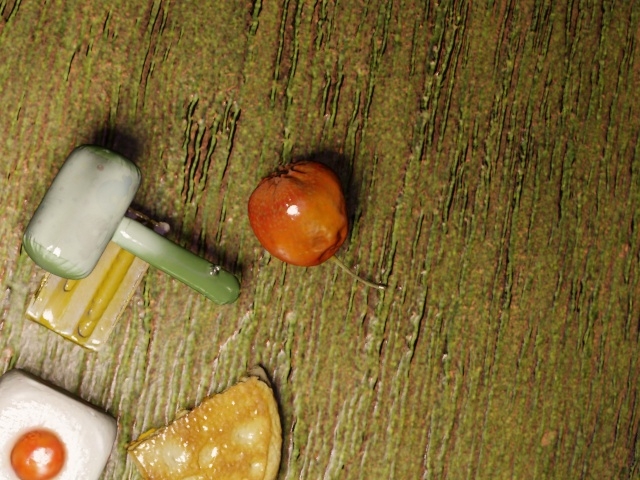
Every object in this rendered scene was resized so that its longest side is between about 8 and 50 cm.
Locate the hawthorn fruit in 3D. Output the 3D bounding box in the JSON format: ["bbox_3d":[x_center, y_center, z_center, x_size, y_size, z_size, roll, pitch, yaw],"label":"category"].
[{"bbox_3d":[0.000,0.000,1.927,0.165,0.165,0.285,-43,121,-13],"label":"hawthorn fruit"}]

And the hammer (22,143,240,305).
[{"bbox_3d":[-0.265,0.008,1.780,0.335,0.119,0.206,30,80,-16],"label":"hammer"}]

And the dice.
[{"bbox_3d":[-0.422,0.311,1.747,0.193,0.192,0.194,27,82,-13],"label":"dice"}]

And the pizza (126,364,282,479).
[{"bbox_3d":[-0.145,0.373,1.873,0.257,0.087,0.268,-28,95,-19],"label":"pizza"}]

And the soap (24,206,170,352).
[{"bbox_3d":[-0.350,0.048,1.841,0.135,0.076,0.233,30,79,-11],"label":"soap"}]
